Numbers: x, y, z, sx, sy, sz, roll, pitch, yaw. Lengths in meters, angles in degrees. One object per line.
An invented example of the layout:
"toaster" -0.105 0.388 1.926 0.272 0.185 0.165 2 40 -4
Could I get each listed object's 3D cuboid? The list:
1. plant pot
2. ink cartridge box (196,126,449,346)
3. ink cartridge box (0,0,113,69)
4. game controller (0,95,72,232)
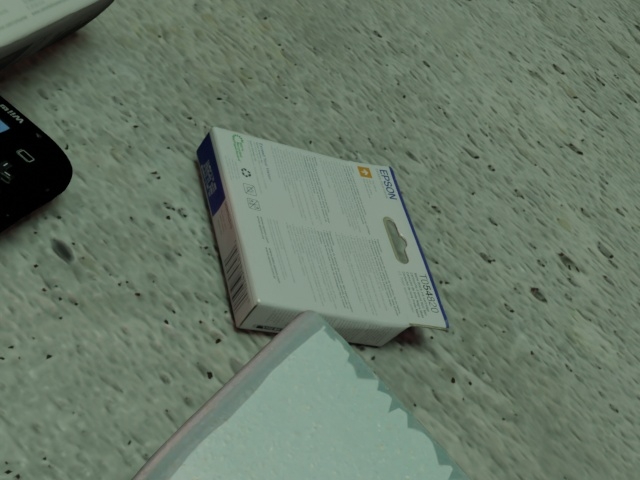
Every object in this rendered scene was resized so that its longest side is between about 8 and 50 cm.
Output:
"plant pot" -0.044 0.246 0.696 0.252 0.247 0.248 -36 76 -34
"ink cartridge box" 0.000 0.000 1.125 0.224 0.045 0.223 10 46 -31
"ink cartridge box" -0.372 -0.324 0.997 0.385 0.091 0.308 51 25 -10
"game controller" -0.360 -0.127 0.958 0.319 0.067 0.166 40 38 2
